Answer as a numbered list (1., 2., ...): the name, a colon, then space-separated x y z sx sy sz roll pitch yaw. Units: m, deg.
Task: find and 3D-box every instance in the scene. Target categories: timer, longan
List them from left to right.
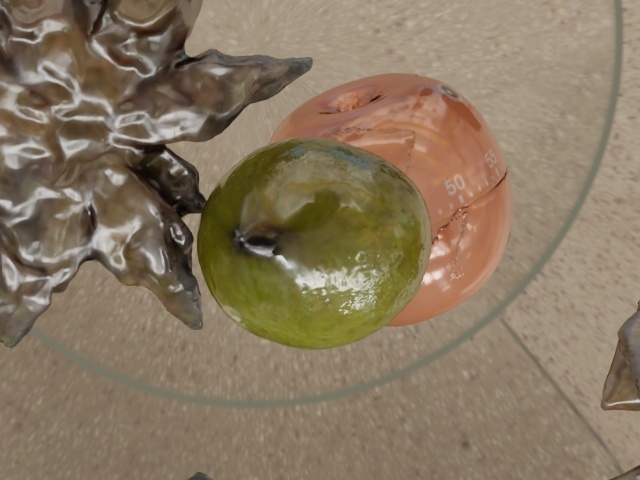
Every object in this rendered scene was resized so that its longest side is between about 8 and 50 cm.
1. longan: 0.000 0.000 0.879 0.155 0.176 0.145 31 112 24
2. timer: 0.063 -0.041 1.211 0.229 0.229 0.215 -26 109 1

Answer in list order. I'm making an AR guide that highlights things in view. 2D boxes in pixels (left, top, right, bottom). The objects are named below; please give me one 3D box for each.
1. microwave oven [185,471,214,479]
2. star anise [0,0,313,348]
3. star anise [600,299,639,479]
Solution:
1. microwave oven: -0.201 0.504 1.401 0.236 0.432 0.374 34 108 12
2. star anise: -0.153 -0.071 0.882 0.315 0.108 0.315 -1 97 -8
3. star anise: 0.283 0.046 0.915 0.109 0.292 0.349 30 84 20
